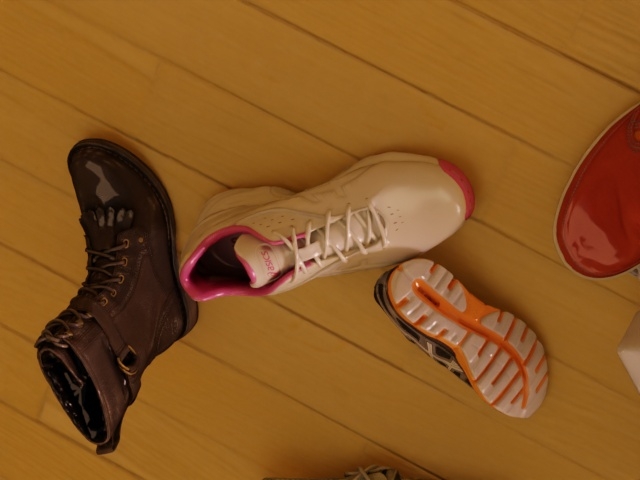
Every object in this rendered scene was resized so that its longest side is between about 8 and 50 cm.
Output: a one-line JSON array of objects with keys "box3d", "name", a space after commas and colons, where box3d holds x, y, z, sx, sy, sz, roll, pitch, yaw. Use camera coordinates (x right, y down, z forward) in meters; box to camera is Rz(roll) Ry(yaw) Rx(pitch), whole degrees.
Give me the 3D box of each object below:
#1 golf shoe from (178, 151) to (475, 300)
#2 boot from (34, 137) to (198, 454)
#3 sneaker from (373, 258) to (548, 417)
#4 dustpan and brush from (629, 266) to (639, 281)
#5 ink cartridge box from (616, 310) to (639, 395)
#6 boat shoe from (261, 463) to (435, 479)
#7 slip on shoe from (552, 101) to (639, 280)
[{"box3d": [0.000, 0.000, 1.891, 0.306, 0.140, 0.115, -14, 109, 27], "name": "golf shoe"}, {"box3d": [-0.218, 0.051, 1.955, 0.091, 0.229, 0.263, -14, 110, 29], "name": "boot"}, {"box3d": [0.138, 0.093, 1.923, 0.215, 0.084, 0.083, 45, 161, -17], "name": "sneaker"}, {"box3d": [0.378, 0.067, 1.820, 0.211, 0.060, 0.147, 16, 136, 9], "name": "dustpan and brush"}, {"box3d": [0.434, 0.173, 1.792, 0.239, 0.060, 0.275, -8, 125, 39], "name": "ink cartridge box"}, {"box3d": [0.064, 0.279, 2.047, 0.302, 0.109, 0.094, 9, 106, 8], "name": "boat shoe"}, {"box3d": [0.320, -0.072, 1.738, 0.123, 0.101, 0.331, 43, 126, -5], "name": "slip on shoe"}]
